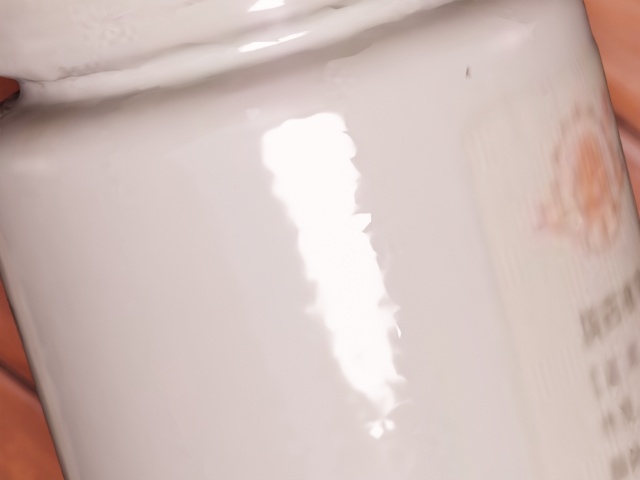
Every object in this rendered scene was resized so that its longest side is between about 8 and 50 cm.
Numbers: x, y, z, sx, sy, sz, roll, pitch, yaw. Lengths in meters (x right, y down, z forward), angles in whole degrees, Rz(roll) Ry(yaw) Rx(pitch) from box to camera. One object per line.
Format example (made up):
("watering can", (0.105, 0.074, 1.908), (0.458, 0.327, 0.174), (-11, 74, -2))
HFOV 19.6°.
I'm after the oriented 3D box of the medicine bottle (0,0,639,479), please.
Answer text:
("medicine bottle", (0.000, 0.000, 0.621), (0.211, 0.211, 0.371), (-10, 103, 21))
